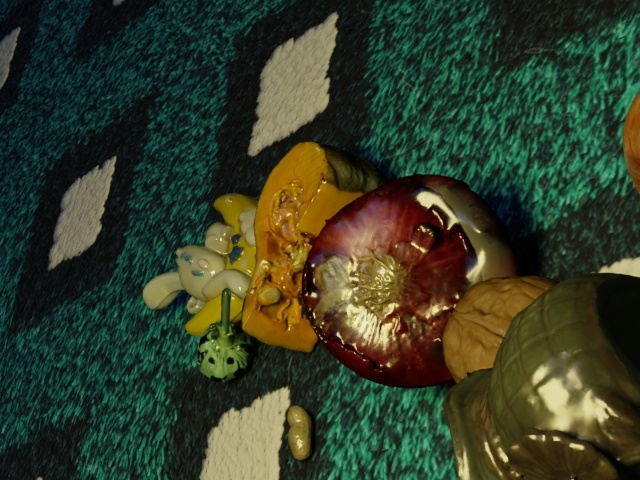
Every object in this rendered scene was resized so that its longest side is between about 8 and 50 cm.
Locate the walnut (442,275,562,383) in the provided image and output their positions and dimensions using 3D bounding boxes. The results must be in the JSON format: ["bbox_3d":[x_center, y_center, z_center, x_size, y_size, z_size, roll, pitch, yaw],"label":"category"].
[{"bbox_3d":[0.228,0.121,1.646,0.207,0.167,0.167,22,84,60],"label":"walnut"}]

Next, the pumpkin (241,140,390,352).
[{"bbox_3d":[0.001,0.000,2.096,0.190,0.139,0.281,-28,46,43],"label":"pumpkin"}]

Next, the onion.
[{"bbox_3d":[0.122,0.052,1.852,0.272,0.195,0.272,-2,81,17],"label":"onion"}]

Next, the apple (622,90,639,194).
[{"bbox_3d":[0.414,-0.095,1.510,0.188,0.211,0.211,-35,31,-7],"label":"apple"}]

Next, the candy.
[{"bbox_3d":[-0.137,0.129,2.121,0.305,0.083,0.091,100,-166,-69],"label":"candy"}]

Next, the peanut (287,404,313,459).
[{"bbox_3d":[-0.027,0.260,2.029,0.037,0.037,0.083,-42,38,29],"label":"peanut"}]

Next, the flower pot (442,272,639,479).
[{"bbox_3d":[0.276,0.186,1.397,0.213,0.301,0.302,-52,31,32],"label":"flower pot"}]

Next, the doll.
[{"bbox_3d":[-0.159,0.039,2.321,0.252,0.111,0.237,29,92,50],"label":"doll"}]
